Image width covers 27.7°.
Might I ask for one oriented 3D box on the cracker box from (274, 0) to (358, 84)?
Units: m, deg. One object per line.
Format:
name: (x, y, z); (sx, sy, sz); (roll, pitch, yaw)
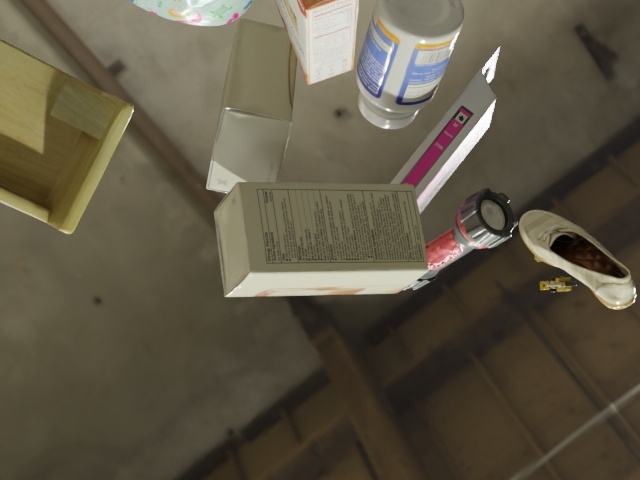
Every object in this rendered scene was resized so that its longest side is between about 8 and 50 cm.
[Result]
cracker box: (-0.014, -0.298, 1.520); (0.067, 0.156, 0.232); (-20, 167, -5)

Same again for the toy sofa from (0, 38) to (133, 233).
toy sofa: (-0.380, -0.150, 1.246); (0.177, 0.362, 0.150); (23, -93, 49)

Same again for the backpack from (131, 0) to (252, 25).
backpack: (-0.161, -0.420, 1.714); (0.191, 0.225, 0.253); (126, -18, -73)

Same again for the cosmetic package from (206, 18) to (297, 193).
cosmetic package: (-0.109, -0.220, 2.135); (0.309, 0.113, 0.160); (-89, -168, -53)

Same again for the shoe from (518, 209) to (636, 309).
shoe: (0.370, 0.013, 1.873); (0.076, 0.058, 0.219); (-39, -127, -13)

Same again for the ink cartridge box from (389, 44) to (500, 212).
ink cartridge box: (0.228, -0.171, 2.348); (0.371, 0.069, 0.176); (-54, 170, -8)

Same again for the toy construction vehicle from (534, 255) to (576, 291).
toy construction vehicle: (0.368, 0.037, 1.990); (0.035, 0.098, 0.086); (1, -92, 45)

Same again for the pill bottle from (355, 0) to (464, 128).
pill bottle: (0.145, -0.320, 2.265); (0.272, 0.152, 0.152); (109, 8, -56)

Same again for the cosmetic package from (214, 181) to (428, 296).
cosmetic package: (0.000, 0.000, 1.999); (0.129, 0.296, 0.153); (138, -51, -60)

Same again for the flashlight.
flashlight: (0.231, 0.008, 2.394); (0.304, 0.103, 0.103); (-35, -161, 49)
